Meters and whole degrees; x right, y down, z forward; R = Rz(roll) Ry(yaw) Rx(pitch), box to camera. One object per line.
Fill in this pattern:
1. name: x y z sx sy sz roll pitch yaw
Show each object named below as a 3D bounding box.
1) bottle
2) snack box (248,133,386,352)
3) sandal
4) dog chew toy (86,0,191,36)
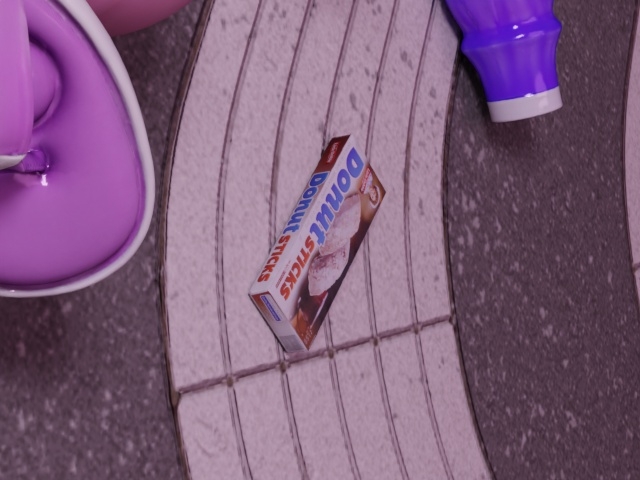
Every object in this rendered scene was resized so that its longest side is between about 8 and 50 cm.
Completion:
1. bottle: 0.155 -0.248 1.514 0.118 0.092 0.283 -25 104 -57
2. snack box: 0.000 0.000 1.292 0.064 0.022 0.178 58 41 -31
3. sandal: -0.212 -0.112 0.789 0.416 0.169 0.102 60 2 -34
4. dog chew toy: -0.190 -0.232 0.903 0.332 0.206 0.206 17 70 -45
